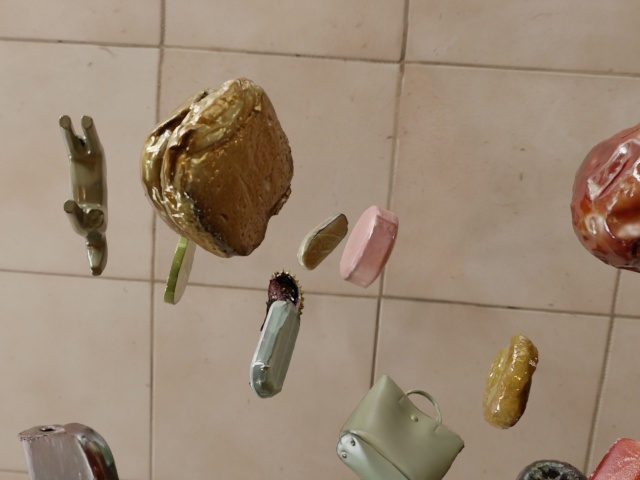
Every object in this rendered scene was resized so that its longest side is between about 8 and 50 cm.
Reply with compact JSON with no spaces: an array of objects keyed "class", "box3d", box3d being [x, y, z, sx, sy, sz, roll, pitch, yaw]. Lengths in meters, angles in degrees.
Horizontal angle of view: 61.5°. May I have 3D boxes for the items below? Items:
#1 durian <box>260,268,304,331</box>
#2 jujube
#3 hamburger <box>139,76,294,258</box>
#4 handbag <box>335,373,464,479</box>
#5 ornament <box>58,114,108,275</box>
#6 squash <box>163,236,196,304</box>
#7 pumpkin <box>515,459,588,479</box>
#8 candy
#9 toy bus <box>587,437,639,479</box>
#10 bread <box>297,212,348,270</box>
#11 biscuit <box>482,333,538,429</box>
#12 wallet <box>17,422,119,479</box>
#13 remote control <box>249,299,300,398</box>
[{"class":"durian","box3d":[-0.091,0.181,1.562,0.119,0.108,0.187,8,83,18]},{"class":"jujube","box3d":[0.374,-0.057,0.590,0.174,0.250,0.174,21,125,33]},{"class":"hamburger","box3d":[-0.180,-0.131,1.013,0.174,0.304,0.284,7,137,38]},{"class":"handbag","box3d":[0.191,0.408,1.173,0.241,0.315,0.109,39,128,18]},{"class":"ornament","box3d":[-0.399,-0.061,0.929,0.061,0.245,0.230,-5,77,-16]},{"class":"squash","box3d":[-0.383,0.067,1.461,0.041,0.219,0.219,14,100,-5]},{"class":"pumpkin","box3d":[0.663,0.736,1.519,0.233,0.233,0.163,-17,117,5]},{"class":"candy","box3d":[0.139,0.023,1.585,0.094,0.255,0.255,24,100,-8]},{"class":"toy bus","box3d":[0.631,0.537,1.136,0.265,0.121,0.120,-44,118,-18]},{"class":"bread","box3d":[0.001,0.000,1.269,0.053,0.214,0.073,-9,115,38]},{"class":"biscuit","box3d":[0.488,0.383,1.421,0.091,0.213,0.274,19,139,10]},{"class":"wallet","box3d":[-0.152,0.253,0.377,0.137,0.031,0.255,-19,87,47]},{"class":"remote control","box3d":[-0.100,0.242,1.222,0.052,0.247,0.104,-8,131,23]}]
